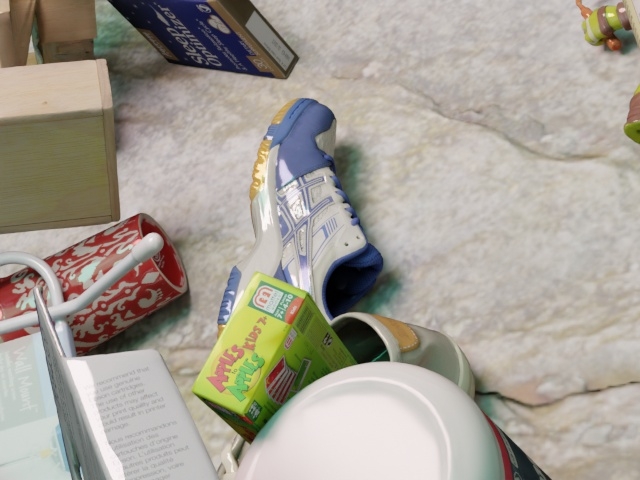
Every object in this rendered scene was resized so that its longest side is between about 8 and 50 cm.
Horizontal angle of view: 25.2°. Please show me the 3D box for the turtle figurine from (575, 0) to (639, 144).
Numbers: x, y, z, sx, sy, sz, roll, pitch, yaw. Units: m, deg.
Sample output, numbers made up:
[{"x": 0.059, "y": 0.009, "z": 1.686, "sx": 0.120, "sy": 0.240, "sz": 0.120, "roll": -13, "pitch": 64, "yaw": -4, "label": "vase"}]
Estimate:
[{"x": 0.328, "y": -0.190, "z": 1.205, "sx": 0.270, "sy": 0.087, "sz": 0.217, "roll": -8, "pitch": 55, "yaw": 31, "label": "turtle figurine"}]

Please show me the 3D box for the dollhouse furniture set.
[{"x": -0.352, "y": -0.197, "z": 1.447, "sx": 0.257, "sy": 0.362, "sz": 0.394, "roll": -6, "pitch": 49, "yaw": -10, "label": "dollhouse furniture set"}]

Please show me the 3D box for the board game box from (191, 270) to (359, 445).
[{"x": -0.024, "y": 0.100, "z": 1.007, "sx": 0.043, "sy": 0.181, "sz": 0.092, "roll": 22, "pitch": 74, "yaw": 23, "label": "board game box"}]

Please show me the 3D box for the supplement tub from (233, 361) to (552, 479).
[{"x": 0.080, "y": 0.218, "z": 0.959, "sx": 0.191, "sy": 0.272, "sz": 0.191, "roll": -18, "pitch": 51, "yaw": 24, "label": "supplement tub"}]

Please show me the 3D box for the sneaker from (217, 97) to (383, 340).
[{"x": 0.000, "y": 0.000, "z": 1.312, "sx": 0.131, "sy": 0.112, "sz": 0.296, "roll": 1, "pitch": 60, "yaw": 16, "label": "sneaker"}]

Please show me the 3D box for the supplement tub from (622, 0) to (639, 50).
[{"x": 0.346, "y": -0.155, "z": 1.012, "sx": 0.235, "sy": 0.235, "sz": 0.324, "roll": -22, "pitch": 72, "yaw": 22, "label": "supplement tub"}]

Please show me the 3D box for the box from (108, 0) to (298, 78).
[{"x": -0.146, "y": -0.236, "z": 1.542, "sx": 0.225, "sy": 0.136, "sz": 0.036, "roll": 15, "pitch": 69, "yaw": 42, "label": "box"}]

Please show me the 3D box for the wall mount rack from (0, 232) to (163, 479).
[{"x": -0.239, "y": 0.149, "z": 1.274, "sx": 0.304, "sy": 0.130, "sz": 0.350, "roll": -18, "pitch": 73, "yaw": 12, "label": "wall mount rack"}]

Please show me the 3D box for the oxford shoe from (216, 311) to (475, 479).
[{"x": -0.053, "y": 0.234, "z": 1.135, "sx": 0.449, "sy": 0.130, "sz": 0.169, "roll": -52, "pitch": 38, "yaw": -8, "label": "oxford shoe"}]

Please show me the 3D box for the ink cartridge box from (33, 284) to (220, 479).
[{"x": -0.088, "y": 0.236, "z": 0.898, "sx": 0.072, "sy": 0.324, "sz": 0.330, "roll": -15, "pitch": 44, "yaw": -15, "label": "ink cartridge box"}]

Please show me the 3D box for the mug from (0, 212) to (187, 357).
[{"x": -0.231, "y": 0.037, "z": 1.429, "sx": 0.169, "sy": 0.113, "sz": 0.150, "roll": -28, "pitch": 49, "yaw": 12, "label": "mug"}]
